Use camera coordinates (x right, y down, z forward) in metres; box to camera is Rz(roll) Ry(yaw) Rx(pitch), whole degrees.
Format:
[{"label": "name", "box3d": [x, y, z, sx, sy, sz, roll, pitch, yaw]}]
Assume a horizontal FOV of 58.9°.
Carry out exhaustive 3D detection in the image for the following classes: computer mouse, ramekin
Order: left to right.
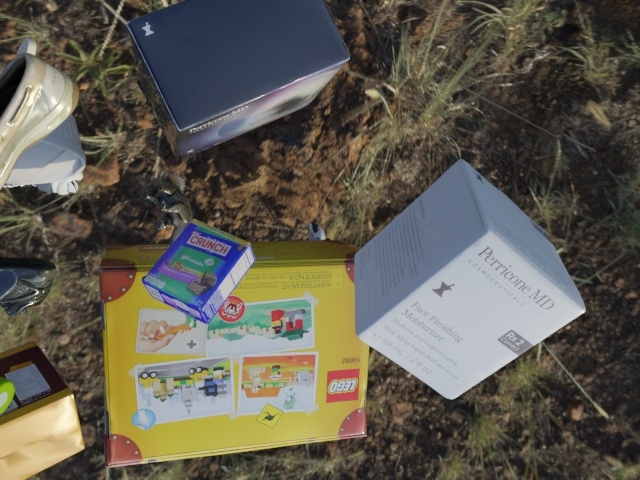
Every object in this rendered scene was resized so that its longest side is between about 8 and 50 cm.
[{"label": "ramekin", "box3d": [-0.664, -0.226, 1.249, 0.272, 0.273, 0.127, -10, 77, 10]}, {"label": "computer mouse", "box3d": [0.000, 0.000, 1.699, 0.042, 0.193, 0.106, -10, 121, -10]}]

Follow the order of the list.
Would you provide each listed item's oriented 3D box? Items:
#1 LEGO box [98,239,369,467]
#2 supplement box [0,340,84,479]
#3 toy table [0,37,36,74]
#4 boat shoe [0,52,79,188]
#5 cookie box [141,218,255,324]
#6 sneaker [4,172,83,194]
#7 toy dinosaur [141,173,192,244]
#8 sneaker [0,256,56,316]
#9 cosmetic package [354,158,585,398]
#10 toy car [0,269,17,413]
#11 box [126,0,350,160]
[{"label": "LEGO box", "box3d": [-0.161, 0.201, 1.115, 0.499, 0.193, 0.373, -1, 101, -16]}, {"label": "supplement box", "box3d": [-0.547, 0.304, 0.976, 0.194, 0.191, 0.129, 28, 126, 41]}, {"label": "toy table", "box3d": [-0.902, -0.458, 1.693, 0.252, 0.274, 0.161, -33, 67, 18]}, {"label": "boat shoe", "box3d": [-0.490, -0.149, 0.817, 0.302, 0.098, 0.109, -39, 65, 8]}, {"label": "cookie box", "box3d": [-0.149, 0.036, 0.702, 0.091, 0.107, 0.040, 22, 148, 20]}, {"label": "sneaker", "box3d": [-0.851, -0.188, 1.677, 0.322, 0.130, 0.236, -19, 136, 35]}, {"label": "toy dinosaur", "box3d": [-0.469, -0.107, 1.820, 0.121, 0.160, 0.314, -38, 71, 27]}, {"label": "sneaker", "box3d": [-0.695, 0.099, 1.204, 0.227, 0.087, 0.131, 8, 106, -35]}, {"label": "cosmetic package", "box3d": [0.152, 0.044, 0.632, 0.151, 0.152, 0.183, 35, 119, -19]}, {"label": "toy car", "box3d": [-0.477, 0.116, 0.742, 0.154, 0.149, 0.189, 16, 77, 8]}, {"label": "box", "box3d": [-0.148, -0.288, 0.968, 0.296, 0.294, 0.183, -27, 95, -13]}]
